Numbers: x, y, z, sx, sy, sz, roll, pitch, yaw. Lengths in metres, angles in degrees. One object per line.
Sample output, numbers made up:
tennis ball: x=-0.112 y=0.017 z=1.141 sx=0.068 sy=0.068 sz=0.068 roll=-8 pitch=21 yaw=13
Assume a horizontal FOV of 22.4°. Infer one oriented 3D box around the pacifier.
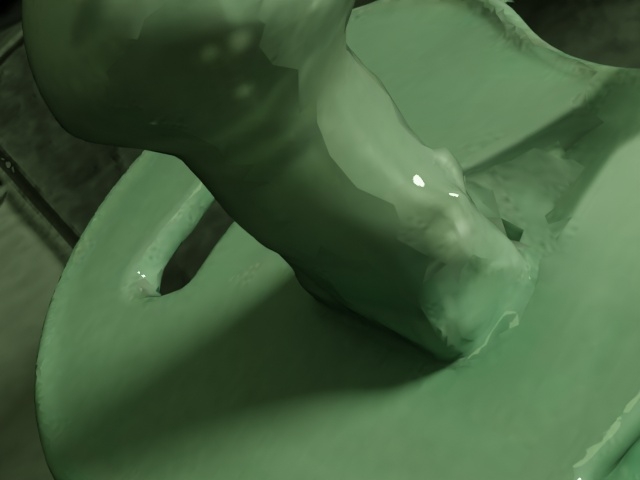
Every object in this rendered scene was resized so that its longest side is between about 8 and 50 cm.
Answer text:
pacifier: x=0.000 y=0.000 z=0.497 sx=0.343 sy=0.269 sz=0.288 roll=18 pitch=66 yaw=48
